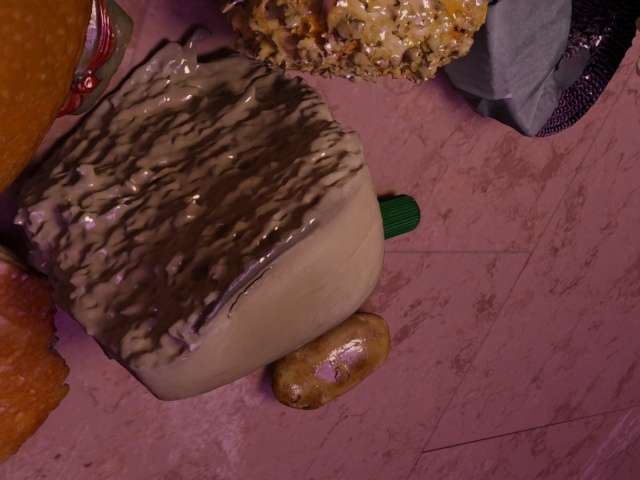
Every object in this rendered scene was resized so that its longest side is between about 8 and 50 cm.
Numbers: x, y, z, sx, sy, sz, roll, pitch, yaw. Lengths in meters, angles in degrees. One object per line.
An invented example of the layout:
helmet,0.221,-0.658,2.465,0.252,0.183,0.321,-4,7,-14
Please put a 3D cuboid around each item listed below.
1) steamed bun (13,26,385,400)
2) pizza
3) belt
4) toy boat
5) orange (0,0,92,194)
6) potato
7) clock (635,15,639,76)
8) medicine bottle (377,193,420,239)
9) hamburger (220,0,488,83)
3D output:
steamed bun,-0.083,0.011,0.722,0.290,0.272,0.273,-30,127,-2
pizza,-0.326,0.107,0.783,0.182,0.074,0.365,-14,131,-28
belt,0.237,-0.259,0.899,0.260,0.122,0.324,-38,142,-18
toy boat,-0.200,-0.147,0.662,0.071,0.089,0.185,18,127,-36
orange,-0.291,-0.128,0.428,0.357,0.322,0.322,-39,140,2
potato,0.014,0.157,1.098,0.170,0.080,0.107,-32,150,-16
clock,0.432,-0.340,0.920,0.379,0.120,0.276,-58,150,-24
medicine bottle,0.000,0.000,0.962,0.261,0.064,0.094,-17,124,-27
hamburger,0.034,-0.203,0.696,0.262,0.243,0.138,-12,112,-34
